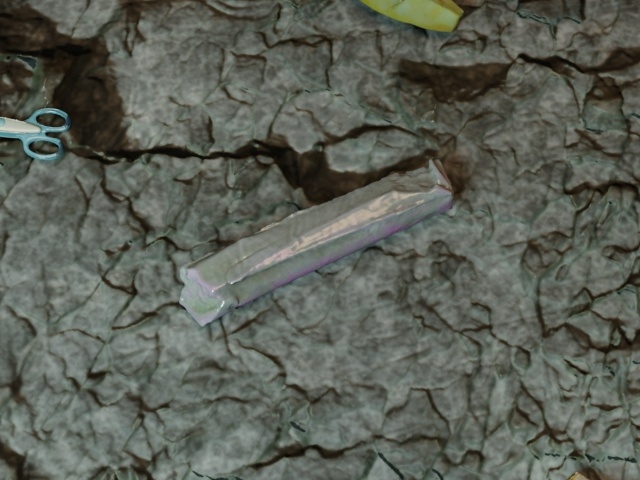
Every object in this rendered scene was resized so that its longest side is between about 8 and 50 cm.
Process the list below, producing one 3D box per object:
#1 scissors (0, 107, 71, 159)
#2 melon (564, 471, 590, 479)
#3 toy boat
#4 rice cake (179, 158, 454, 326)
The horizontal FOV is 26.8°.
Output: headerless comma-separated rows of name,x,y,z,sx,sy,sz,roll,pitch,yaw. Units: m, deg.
scissors,-0.294,-0.106,1.249,0.119,0.014,0.058,9,59,-1
melon,0.178,0.267,1.057,0.182,0.054,0.098,-36,61,-27
toy boat,0.066,-0.264,1.319,0.172,0.065,0.066,44,50,15
rice cake,0.000,-0.001,1.191,0.270,0.049,0.055,-25,45,-15
